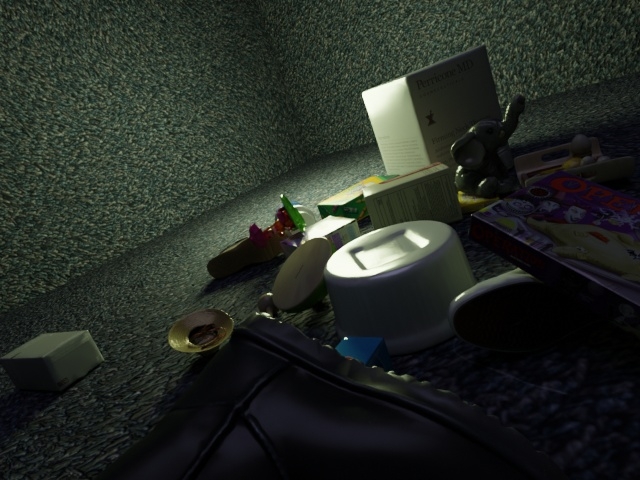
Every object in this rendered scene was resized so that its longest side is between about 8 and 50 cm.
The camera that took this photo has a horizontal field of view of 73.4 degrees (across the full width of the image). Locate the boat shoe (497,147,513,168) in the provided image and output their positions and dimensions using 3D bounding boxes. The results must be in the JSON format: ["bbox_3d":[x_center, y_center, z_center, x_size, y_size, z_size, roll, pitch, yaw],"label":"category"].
[{"bbox_3d":[0.531,-0.241,1.350,0.079,0.095,0.254,-23,3,42],"label":"boat shoe"}]

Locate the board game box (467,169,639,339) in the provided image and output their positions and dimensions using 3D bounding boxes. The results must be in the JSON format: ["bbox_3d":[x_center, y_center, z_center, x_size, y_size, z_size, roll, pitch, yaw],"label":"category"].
[{"bbox_3d":[0.391,0.021,0.538,0.208,0.056,0.347,-21,39,-26],"label":"board game box"}]

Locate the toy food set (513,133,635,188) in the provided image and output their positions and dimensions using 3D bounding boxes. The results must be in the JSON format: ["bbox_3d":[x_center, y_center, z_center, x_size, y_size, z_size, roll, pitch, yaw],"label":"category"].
[{"bbox_3d":[0.628,-0.202,1.103,0.219,0.093,0.306,-12,15,23],"label":"toy food set"}]

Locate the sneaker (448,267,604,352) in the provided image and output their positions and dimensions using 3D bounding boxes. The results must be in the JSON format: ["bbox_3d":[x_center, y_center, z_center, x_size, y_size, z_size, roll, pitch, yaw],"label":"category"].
[{"bbox_3d":[0.312,0.080,0.622,0.289,0.106,0.123,-10,13,-5],"label":"sneaker"}]

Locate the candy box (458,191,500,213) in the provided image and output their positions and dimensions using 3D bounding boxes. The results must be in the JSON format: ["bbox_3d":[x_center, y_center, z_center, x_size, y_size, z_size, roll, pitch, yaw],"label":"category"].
[{"bbox_3d":[0.449,-0.129,1.226,0.105,0.027,0.206,-15,17,21],"label":"candy box"}]

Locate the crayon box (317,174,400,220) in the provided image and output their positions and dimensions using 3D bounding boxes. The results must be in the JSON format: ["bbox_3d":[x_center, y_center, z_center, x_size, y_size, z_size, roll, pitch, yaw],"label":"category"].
[{"bbox_3d":[0.148,-0.149,1.558,0.278,0.081,0.165,-30,19,-27],"label":"crayon box"}]

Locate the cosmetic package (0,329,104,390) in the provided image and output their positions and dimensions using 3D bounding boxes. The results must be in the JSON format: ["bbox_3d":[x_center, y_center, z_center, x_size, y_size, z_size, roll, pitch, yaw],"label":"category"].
[{"bbox_3d":[-0.687,0.305,1.096,0.237,0.107,0.127,-14,14,31],"label":"cosmetic package"}]

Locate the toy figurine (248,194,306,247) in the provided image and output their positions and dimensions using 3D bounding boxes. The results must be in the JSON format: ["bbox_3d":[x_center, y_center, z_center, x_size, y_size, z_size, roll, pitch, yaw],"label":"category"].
[{"bbox_3d":[-0.142,-0.041,1.318,0.159,0.130,0.173,-31,-10,9],"label":"toy figurine"}]

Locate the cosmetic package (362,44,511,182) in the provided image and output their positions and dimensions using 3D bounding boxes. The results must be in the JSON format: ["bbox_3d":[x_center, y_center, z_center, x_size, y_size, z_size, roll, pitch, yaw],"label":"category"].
[{"bbox_3d":[0.409,-0.418,1.547,0.329,0.394,0.327,-26,17,-14],"label":"cosmetic package"}]

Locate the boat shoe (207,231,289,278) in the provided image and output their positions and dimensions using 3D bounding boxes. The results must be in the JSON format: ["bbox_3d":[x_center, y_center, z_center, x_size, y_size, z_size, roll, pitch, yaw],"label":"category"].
[{"bbox_3d":[-0.239,0.033,1.424,0.285,0.103,0.092,-27,21,1],"label":"boat shoe"}]

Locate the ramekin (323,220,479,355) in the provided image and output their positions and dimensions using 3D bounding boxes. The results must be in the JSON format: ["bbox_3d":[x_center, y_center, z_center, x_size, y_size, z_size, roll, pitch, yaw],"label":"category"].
[{"bbox_3d":[0.139,0.070,0.781,0.276,0.135,0.277,-19,17,6],"label":"ramekin"}]

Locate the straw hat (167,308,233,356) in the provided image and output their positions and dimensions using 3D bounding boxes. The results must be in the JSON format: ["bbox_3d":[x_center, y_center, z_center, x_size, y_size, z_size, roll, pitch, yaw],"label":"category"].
[{"bbox_3d":[-0.250,0.215,0.924,0.144,0.061,0.145,-7,30,4],"label":"straw hat"}]

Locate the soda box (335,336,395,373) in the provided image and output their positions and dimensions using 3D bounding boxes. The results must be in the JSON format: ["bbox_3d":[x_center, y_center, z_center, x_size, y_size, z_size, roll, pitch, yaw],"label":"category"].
[{"bbox_3d":[0.023,0.217,0.574,0.071,0.067,0.210,-8,22,37],"label":"soda box"}]

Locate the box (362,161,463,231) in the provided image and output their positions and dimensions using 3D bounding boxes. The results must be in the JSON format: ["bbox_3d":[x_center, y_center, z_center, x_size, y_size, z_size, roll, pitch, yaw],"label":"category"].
[{"bbox_3d":[0.246,-0.102,1.173,0.232,0.149,0.127,-18,16,8],"label":"box"}]

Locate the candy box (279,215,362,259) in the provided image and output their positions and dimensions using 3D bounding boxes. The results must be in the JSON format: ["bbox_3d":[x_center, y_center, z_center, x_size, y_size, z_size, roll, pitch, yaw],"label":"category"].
[{"bbox_3d":[0.000,0.000,1.286,0.196,0.070,0.164,-28,18,-21],"label":"candy box"}]

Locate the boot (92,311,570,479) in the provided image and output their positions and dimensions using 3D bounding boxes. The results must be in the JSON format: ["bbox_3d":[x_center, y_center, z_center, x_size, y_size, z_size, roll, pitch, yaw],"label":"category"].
[{"bbox_3d":[-0.064,0.285,0.300,0.366,0.146,0.445,15,41,31],"label":"boot"}]

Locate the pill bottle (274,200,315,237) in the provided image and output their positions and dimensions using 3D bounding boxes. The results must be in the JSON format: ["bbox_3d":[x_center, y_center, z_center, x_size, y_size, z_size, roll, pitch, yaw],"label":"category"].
[{"bbox_3d":[-0.086,-0.069,1.514,0.124,0.124,0.221,-24,18,-10],"label":"pill bottle"}]

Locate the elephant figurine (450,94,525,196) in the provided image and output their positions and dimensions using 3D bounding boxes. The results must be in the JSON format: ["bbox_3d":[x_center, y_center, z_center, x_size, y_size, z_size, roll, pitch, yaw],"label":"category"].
[{"bbox_3d":[0.437,-0.250,1.154,0.185,0.240,0.169,-15,19,3],"label":"elephant figurine"}]

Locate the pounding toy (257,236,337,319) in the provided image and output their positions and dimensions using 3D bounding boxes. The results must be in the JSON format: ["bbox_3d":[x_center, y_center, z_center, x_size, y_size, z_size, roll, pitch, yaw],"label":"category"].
[{"bbox_3d":[-0.023,0.116,0.943,0.237,0.110,0.183,-49,27,7],"label":"pounding toy"}]
